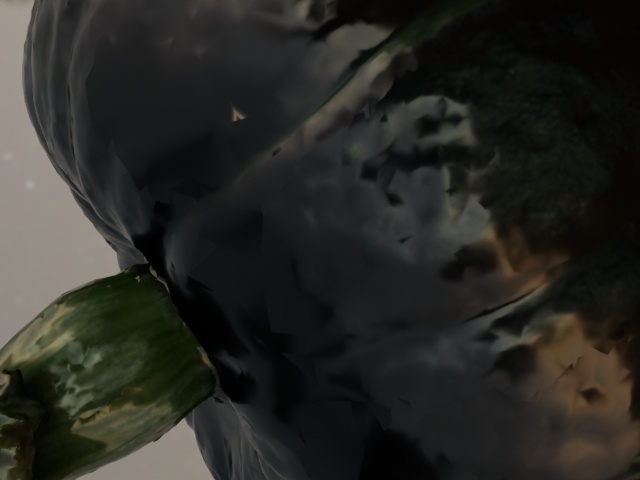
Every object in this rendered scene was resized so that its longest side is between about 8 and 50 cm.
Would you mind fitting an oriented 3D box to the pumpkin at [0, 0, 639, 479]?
[{"bbox_3d":[0.000,0.000,0.513,0.248,0.248,0.248,52,-173,-9],"label":"pumpkin"}]
